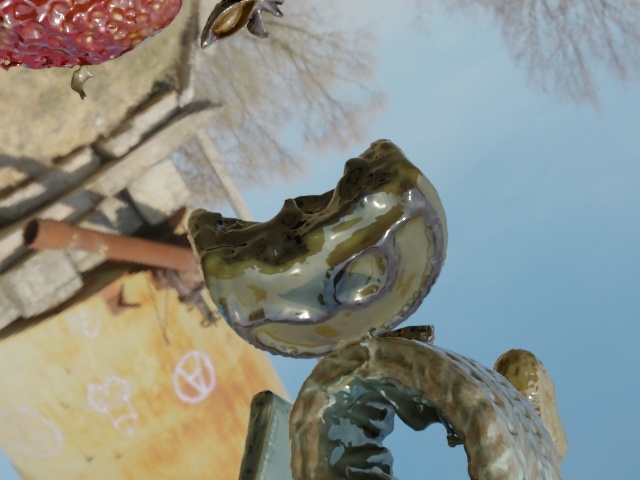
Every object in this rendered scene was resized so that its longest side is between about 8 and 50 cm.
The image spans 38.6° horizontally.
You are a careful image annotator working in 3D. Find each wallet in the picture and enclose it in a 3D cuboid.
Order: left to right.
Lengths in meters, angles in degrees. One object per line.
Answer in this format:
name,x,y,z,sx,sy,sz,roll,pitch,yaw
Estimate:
wallet,0.009,0.408,1.398,0.083,0.360,0.252,-25,-139,33

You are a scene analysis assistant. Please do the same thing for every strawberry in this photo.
strawberry,-0.344,-0.300,1.023,0.292,0.343,0.292,-51,-170,13

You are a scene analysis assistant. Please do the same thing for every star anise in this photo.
star anise,-0.116,-0.365,1.219,0.218,0.148,0.227,-45,-151,2

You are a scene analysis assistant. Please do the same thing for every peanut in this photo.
peanut,0.362,0.287,1.554,0.095,0.225,0.108,-14,-172,38

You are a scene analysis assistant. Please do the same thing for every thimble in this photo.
thimble,0.089,0.197,0.841,0.229,0.148,0.196,42,-77,37

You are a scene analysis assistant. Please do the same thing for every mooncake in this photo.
mooncake,0.000,0.000,1.502,0.394,0.393,0.246,-60,-154,22

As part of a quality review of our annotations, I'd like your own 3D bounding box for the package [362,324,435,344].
package,0.108,0.157,1.316,0.121,0.031,0.108,-17,-165,11
